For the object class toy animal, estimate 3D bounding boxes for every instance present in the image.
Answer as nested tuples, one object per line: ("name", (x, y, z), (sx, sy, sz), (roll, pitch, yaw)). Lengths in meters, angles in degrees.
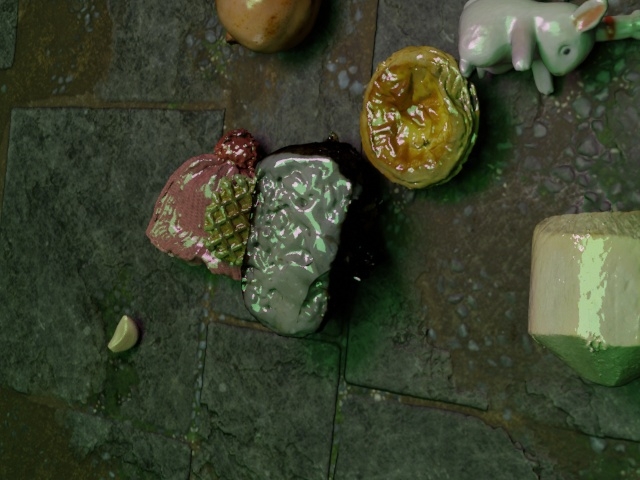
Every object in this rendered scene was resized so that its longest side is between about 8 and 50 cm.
("toy animal", (0.344, -0.299, 1.472), (0.282, 0.140, 0.138), (11, 94, 27))

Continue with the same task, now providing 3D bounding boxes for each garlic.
("garlic", (-0.405, 0.199, 2.013), (0.083, 0.053, 0.041), (-58, 38, 4))

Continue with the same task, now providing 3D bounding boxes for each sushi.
("sushi", (0.000, 0.000, 1.669), (0.234, 0.207, 0.349), (20, 105, 20))

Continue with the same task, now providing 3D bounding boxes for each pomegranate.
("pomegranate", (-0.097, -0.443, 1.752), (0.207, 0.207, 0.207), (-2, 86, 34))

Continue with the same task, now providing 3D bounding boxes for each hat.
("hat", (-0.192, -0.081, 1.855), (0.236, 0.107, 0.286), (21, 101, 5))

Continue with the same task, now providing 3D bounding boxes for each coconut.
("coconut", (0.408, 0.084, 1.366), (0.239, 0.239, 0.244), (-4, 85, 34))

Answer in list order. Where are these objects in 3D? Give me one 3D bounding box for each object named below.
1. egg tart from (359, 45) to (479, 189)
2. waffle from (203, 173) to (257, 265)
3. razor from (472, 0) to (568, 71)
("egg tart", (0.172, -0.203, 1.609), (0.241, 0.106, 0.241), (4, 96, 43))
("waffle", (-0.124, -0.034, 1.792), (0.183, 0.036, 0.169), (13, 100, -6))
("razor", (0.304, -0.350, 1.574), (0.211, 0.036, 0.084), (-46, 62, 23))
